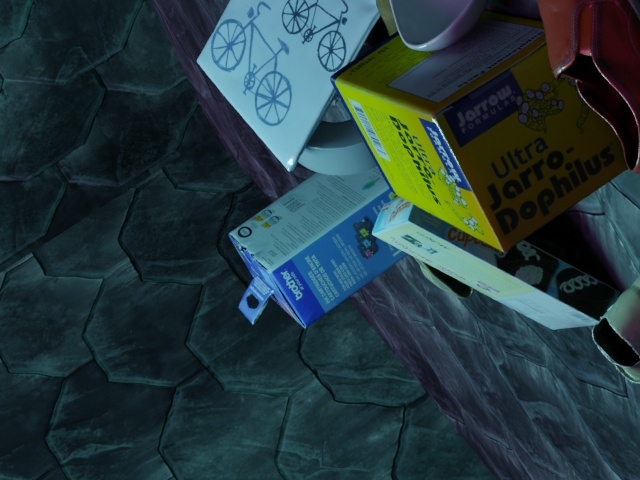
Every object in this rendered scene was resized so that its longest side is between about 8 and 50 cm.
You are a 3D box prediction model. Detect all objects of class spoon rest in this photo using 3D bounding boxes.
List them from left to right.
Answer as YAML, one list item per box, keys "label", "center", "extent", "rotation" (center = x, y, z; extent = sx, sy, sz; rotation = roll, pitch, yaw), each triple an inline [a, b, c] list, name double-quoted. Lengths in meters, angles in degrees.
- label: "spoon rest"
  center: [0.131, -0.310, 1.771]
  extent: [0.084, 0.137, 0.276]
  rotation: [35, -173, -22]

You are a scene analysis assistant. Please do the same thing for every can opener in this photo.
- label: "can opener"
  center: [0.322, 0.001, 2.075]
  extent: [0.186, 0.059, 0.073]
  rotation: [20, 117, 60]

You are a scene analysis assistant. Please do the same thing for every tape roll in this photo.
- label: "tape roll"
  center: [0.039, -0.213, 2.283]
  extent: [0.219, 0.219, 0.072]
  rotation: [50, 170, 35]

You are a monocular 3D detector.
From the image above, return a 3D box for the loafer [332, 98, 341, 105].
- label: "loafer"
  center: [-0.062, -0.379, 2.592]
  extent: [0.319, 0.111, 0.112]
  rotation: [54, 171, 13]

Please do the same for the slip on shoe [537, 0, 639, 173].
- label: "slip on shoe"
  center: [0.269, -0.210, 1.422]
  extent: [0.331, 0.101, 0.123]
  rotation: [57, 173, 7]

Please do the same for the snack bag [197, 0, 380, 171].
- label: "snack bag"
  center: [-0.046, -0.333, 2.221]
  extent: [0.037, 0.342, 0.323]
  rotation: [6, -147, -43]

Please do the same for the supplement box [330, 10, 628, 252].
- label: "supplement box"
  center: [0.188, -0.152, 1.764]
  extent: [0.195, 0.194, 0.356]
  rotation: [60, 171, -21]

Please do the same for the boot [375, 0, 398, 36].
- label: "boot"
  center: [0.140, -0.223, 2.005]
  extent: [0.305, 0.115, 0.112]
  rotation: [63, 168, 2]

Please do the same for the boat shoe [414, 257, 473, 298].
- label: "boat shoe"
  center: [0.216, 0.010, 2.569]
  extent: [0.089, 0.104, 0.285]
  rotation: [45, 177, 35]

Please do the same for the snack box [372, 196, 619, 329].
- label: "snack box"
  center: [0.245, 0.030, 2.029]
  extent: [0.322, 0.060, 0.187]
  rotation: [27, 169, -10]

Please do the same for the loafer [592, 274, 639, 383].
- label: "loafer"
  center: [0.412, 0.128, 1.899]
  extent: [0.102, 0.092, 0.268]
  rotation: [52, 171, 25]

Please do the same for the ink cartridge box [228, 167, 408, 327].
- label: "ink cartridge box"
  center: [0.000, 0.000, 2.695]
  extent: [0.151, 0.395, 0.270]
  rotation: [60, 171, -24]
